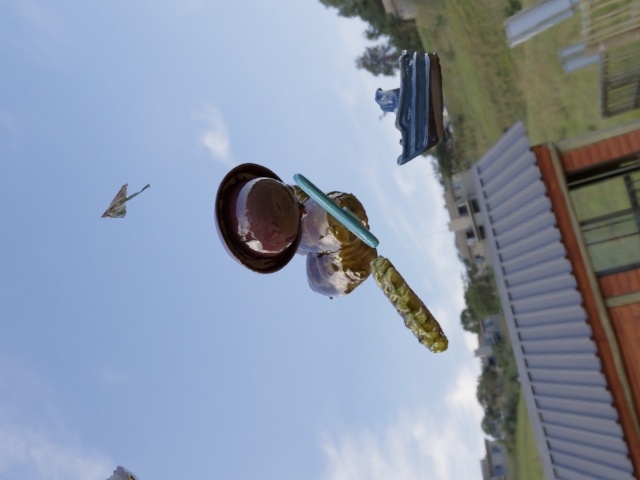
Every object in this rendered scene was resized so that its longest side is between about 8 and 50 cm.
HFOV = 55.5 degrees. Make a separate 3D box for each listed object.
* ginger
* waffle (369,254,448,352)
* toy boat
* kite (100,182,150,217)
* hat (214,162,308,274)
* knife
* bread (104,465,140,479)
[{"bbox_3d":[0.004,0.009,1.448,0.152,0.274,0.358,-52,-37,-30],"label":"ginger"},{"bbox_3d":[0.184,0.138,1.236,0.249,0.056,0.253,56,-176,36],"label":"waffle"},{"bbox_3d":[0.189,-0.295,1.320,0.129,0.142,0.309,44,-136,-52],"label":"toy boat"},{"bbox_3d":[-0.467,-0.095,1.461,0.011,0.139,0.156,39,-130,7],"label":"kite"},{"bbox_3d":[-0.092,-0.042,1.041,0.205,0.089,0.206,18,-116,-43],"label":"hat"},{"bbox_3d":[0.034,-0.062,1.219,0.222,0.031,0.064,40,-175,-9],"label":"knife"},{"bbox_3d":[-0.412,0.632,1.167,0.204,0.337,0.358,1,-126,-38],"label":"bread"}]
